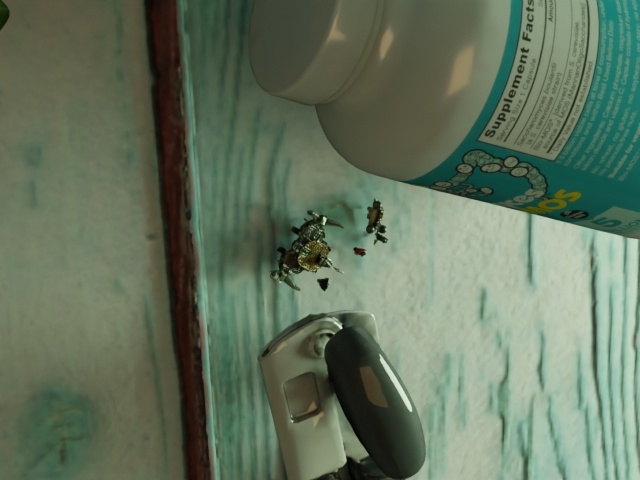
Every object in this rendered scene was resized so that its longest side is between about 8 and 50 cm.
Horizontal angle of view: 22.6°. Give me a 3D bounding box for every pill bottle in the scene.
[{"bbox_3d":[0.097,-0.093,0.862,0.264,0.146,0.146,13,108,-29],"label":"pill bottle"}]

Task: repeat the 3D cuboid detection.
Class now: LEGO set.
[{"bbox_3d":[0.001,0.002,0.941,0.083,0.023,0.054,-11,121,-35],"label":"LEGO set"}]

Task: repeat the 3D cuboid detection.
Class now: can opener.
[{"bbox_3d":[0.028,0.170,0.987,0.076,0.095,0.283,-21,121,-14],"label":"can opener"}]

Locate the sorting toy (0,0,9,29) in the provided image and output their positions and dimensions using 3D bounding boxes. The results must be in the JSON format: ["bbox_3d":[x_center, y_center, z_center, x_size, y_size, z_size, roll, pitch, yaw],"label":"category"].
[{"bbox_3d":[-0.250,-0.099,0.743,0.365,0.127,0.126,-39,95,-7],"label":"sorting toy"}]
